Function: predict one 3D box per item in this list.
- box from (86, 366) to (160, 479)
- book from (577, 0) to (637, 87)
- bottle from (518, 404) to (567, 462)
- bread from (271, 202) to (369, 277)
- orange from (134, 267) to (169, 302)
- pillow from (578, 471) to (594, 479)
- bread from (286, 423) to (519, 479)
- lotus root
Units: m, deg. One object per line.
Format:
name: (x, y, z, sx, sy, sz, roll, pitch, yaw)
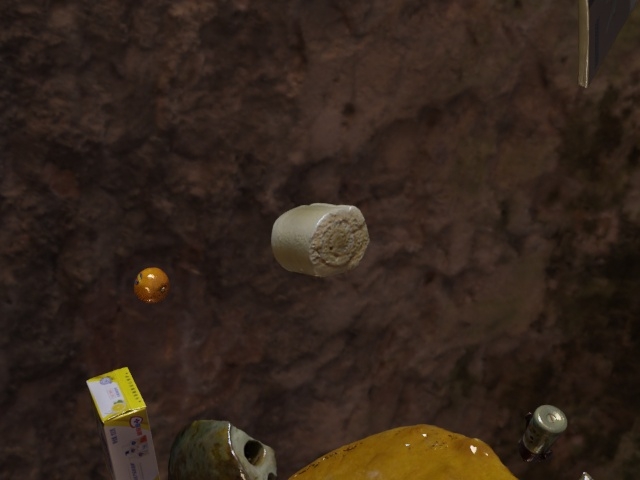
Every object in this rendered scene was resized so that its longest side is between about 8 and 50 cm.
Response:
box: (-0.437, 0.442, 1.919, 0.097, 0.168, 0.265, -16, -57, -21)
book: (0.455, -0.409, 1.276, 0.310, 0.021, 0.217, -57, -29, -19)
bottle: (0.307, 0.278, 1.206, 0.063, 0.047, 0.101, -77, 1, -46)
bread: (0.000, 0.000, 1.630, 0.148, 0.141, 0.134, -30, -69, -30)
orange: (-0.378, 0.102, 1.933, 0.084, 0.083, 0.084, -56, -21, -36)
pillow: (0.561, 0.560, 1.666, 0.113, 0.203, 0.038, -47, -23, -6)
bread: (0.086, 0.398, 0.924, 0.215, 0.398, 0.398, 38, -108, -44)
lotus root: (-0.207, 0.441, 1.602, 0.314, 0.141, 0.210, -33, 42, 44)
